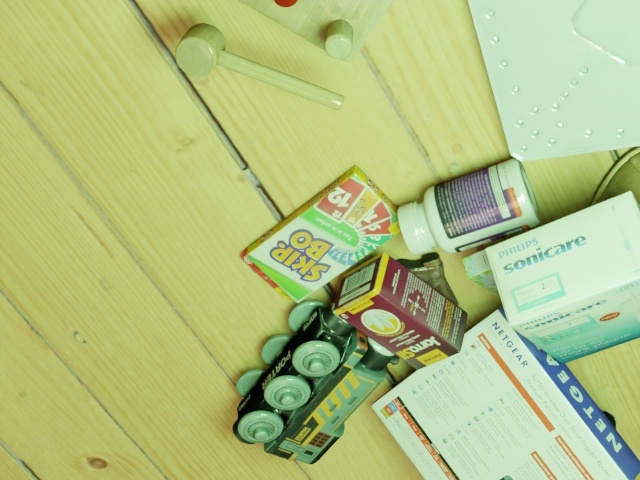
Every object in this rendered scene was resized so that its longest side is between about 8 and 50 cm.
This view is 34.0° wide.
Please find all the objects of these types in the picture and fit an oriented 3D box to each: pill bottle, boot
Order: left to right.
[{"bbox_3d":[0.160,0.079,1.692,0.106,0.037,0.114,-12,126,16],"label":"boot"},{"bbox_3d":[0.219,-0.043,1.559,0.194,0.108,0.108,-19,119,17],"label":"pill bottle"},{"bbox_3d":[0.507,-0.086,1.500,0.112,0.115,0.305,35,122,-20],"label":"boot"}]

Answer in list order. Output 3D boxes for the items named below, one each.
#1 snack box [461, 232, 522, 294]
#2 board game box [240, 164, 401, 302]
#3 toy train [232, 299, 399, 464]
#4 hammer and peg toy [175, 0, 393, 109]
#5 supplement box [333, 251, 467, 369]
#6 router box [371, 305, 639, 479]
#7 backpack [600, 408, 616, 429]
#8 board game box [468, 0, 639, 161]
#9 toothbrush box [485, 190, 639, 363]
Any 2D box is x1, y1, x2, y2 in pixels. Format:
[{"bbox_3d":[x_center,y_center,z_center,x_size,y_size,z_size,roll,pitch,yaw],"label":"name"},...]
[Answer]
[{"bbox_3d":[0.287,0.038,1.601,0.100,0.037,0.141,-24,157,21],"label":"snack box"},{"bbox_3d":[0.000,0.000,1.656,0.259,0.039,0.124,-35,113,28],"label":"board game box"},{"bbox_3d":[-0.011,0.240,1.762,0.190,0.142,0.334,24,121,-24],"label":"toy train"},{"bbox_3d":[-0.025,-0.349,1.373,0.266,0.127,0.361,27,123,-14],"label":"hammer and peg toy"},{"bbox_3d":[0.128,0.114,1.655,0.188,0.080,0.104,36,138,-22],"label":"supplement box"},{"bbox_3d":[0.295,0.317,1.700,0.301,0.082,0.335,-42,79,30],"label":"router box"},{"bbox_3d":[0.397,0.325,1.778,0.173,0.117,0.158,30,121,-8],"label":"backpack"},{"bbox_3d":[0.399,-0.302,1.361,0.390,0.050,0.390,-7,123,24],"label":"board game box"},{"bbox_3d":[0.396,0.064,1.516,0.216,0.126,0.295,-22,154,19],"label":"toothbrush box"}]
